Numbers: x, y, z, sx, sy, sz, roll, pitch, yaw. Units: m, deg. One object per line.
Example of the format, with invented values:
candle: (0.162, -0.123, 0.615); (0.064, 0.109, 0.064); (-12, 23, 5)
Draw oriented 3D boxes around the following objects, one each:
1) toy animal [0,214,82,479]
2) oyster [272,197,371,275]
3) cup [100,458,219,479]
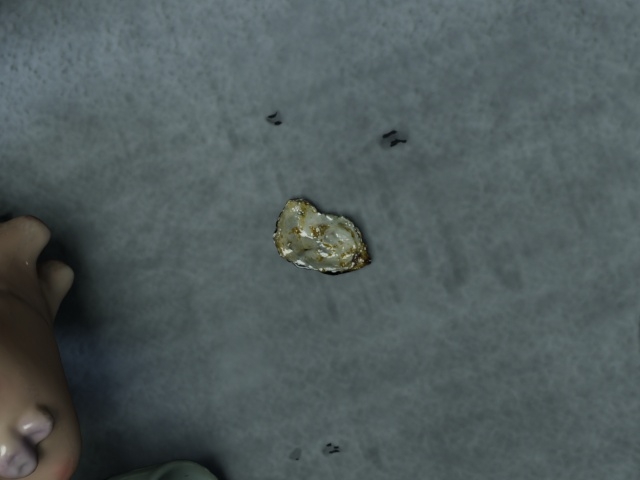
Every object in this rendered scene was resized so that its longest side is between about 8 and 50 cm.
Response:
toy animal: (-0.312, 0.082, 1.050); (0.326, 0.237, 0.269); (28, 70, 37)
oyster: (0.003, 0.001, 1.104); (0.083, 0.019, 0.054); (23, 101, 12)
cup: (-0.209, 0.277, 1.078); (0.234, 0.258, 0.186); (-17, 58, 20)
